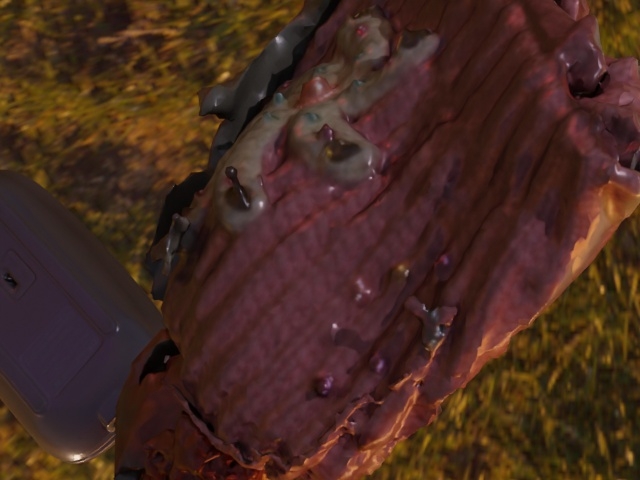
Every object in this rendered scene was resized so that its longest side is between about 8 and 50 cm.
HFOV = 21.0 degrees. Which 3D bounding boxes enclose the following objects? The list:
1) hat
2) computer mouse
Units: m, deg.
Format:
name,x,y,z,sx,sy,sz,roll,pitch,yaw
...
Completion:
name,x,y,z,sx,sy,sz,roll,pitch,yaw
hat,0.000,0.000,0.654,0.107,0.236,0.286,23,118,-26
computer mouse,-0.185,0.047,1.140,0.120,0.057,0.232,-50,59,3
